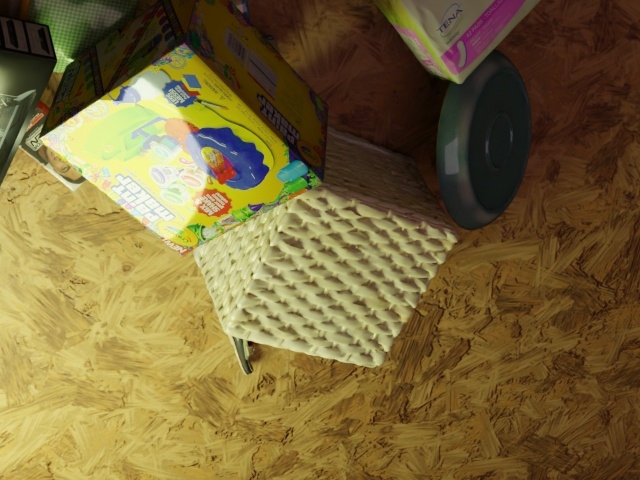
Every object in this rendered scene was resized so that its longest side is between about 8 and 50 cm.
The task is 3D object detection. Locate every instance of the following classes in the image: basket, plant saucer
[{"bbox_3d":[0.000,0.000,1.573,0.331,0.266,0.328,17,114,-26],"label":"basket"},{"bbox_3d":[0.295,-0.173,1.585,0.318,0.044,0.317,-17,111,-53],"label":"plant saucer"}]

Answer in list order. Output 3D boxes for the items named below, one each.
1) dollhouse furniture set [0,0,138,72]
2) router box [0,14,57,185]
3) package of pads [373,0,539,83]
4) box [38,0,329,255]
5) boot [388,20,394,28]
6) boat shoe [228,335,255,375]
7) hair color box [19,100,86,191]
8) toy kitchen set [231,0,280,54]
[{"bbox_3d":[-0.355,-0.351,1.278,0.198,0.151,0.301,9,118,-12],"label":"dollhouse furniture set"},{"bbox_3d":[-0.541,-0.190,1.290,0.243,0.081,0.309,6,139,-37],"label":"router box"},{"bbox_3d":[0.189,-0.412,1.402,0.229,0.101,0.296,-46,125,-5],"label":"package of pads"},{"bbox_3d":[-0.186,-0.170,1.319,0.279,0.177,0.290,-26,130,28],"label":"box"},{"bbox_3d":[0.146,-0.466,1.449,0.190,0.076,0.208,-43,133,-8],"label":"boot"},{"bbox_3d":[-0.149,0.204,1.780,0.043,0.049,0.137,-21,120,-9],"label":"boat shoe"},{"bbox_3d":[-0.423,-0.152,1.463,0.072,0.043,0.141,-41,125,7],"label":"hair color box"},{"bbox_3d":[-0.135,-0.366,1.411,0.122,0.166,0.207,-13,165,-11],"label":"toy kitchen set"}]
